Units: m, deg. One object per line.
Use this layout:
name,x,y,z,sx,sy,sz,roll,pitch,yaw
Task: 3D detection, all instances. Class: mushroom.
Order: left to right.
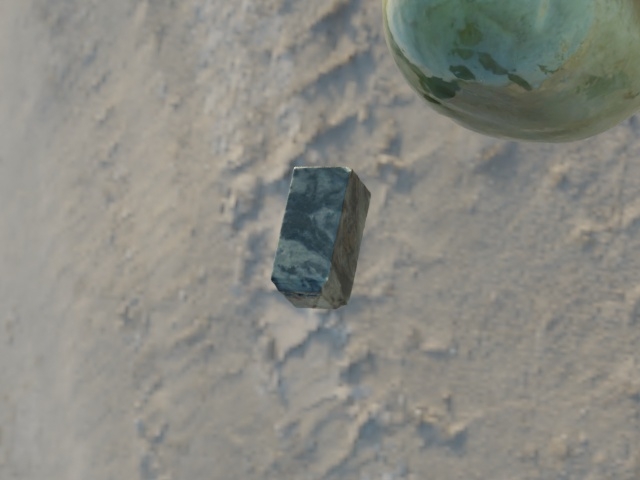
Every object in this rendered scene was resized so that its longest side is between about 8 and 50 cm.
mushroom,0.246,-0.259,1.712,0.352,0.352,0.260,-12,53,57

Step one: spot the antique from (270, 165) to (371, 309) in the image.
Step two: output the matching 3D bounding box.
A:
antique,0.000,0.000,1.899,0.088,0.086,0.183,2,67,25
